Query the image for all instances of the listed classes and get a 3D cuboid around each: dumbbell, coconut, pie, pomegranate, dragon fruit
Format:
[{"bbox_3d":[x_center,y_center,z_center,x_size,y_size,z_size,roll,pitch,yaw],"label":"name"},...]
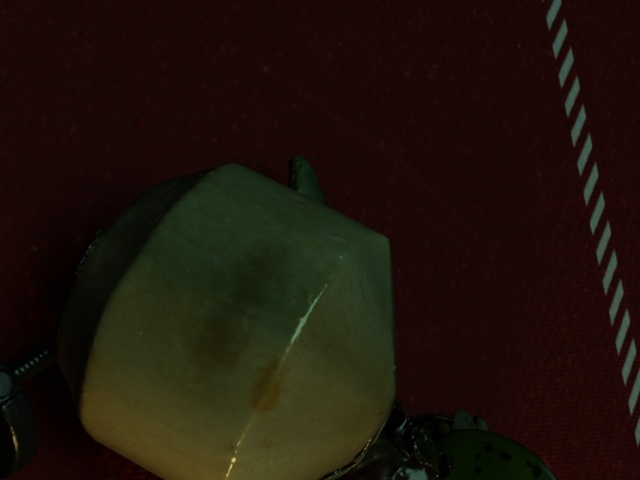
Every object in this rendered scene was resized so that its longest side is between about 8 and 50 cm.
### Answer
[{"bbox_3d":[-0.338,0.168,1.117,0.325,0.143,0.143,-36,103,-41],"label":"dumbbell"},{"bbox_3d":[-0.067,0.091,1.262,0.323,0.323,0.322,13,71,-39],"label":"coconut"},{"bbox_3d":[0.000,0.000,1.461,0.041,0.187,0.186,-17,90,0],"label":"pie"},{"bbox_3d":[0.174,0.286,1.525,0.202,0.202,0.248,44,24,-24],"label":"pomegranate"},{"bbox_3d":[0.036,0.251,1.394,0.182,0.189,0.182,25,54,-40],"label":"dragon fruit"}]
